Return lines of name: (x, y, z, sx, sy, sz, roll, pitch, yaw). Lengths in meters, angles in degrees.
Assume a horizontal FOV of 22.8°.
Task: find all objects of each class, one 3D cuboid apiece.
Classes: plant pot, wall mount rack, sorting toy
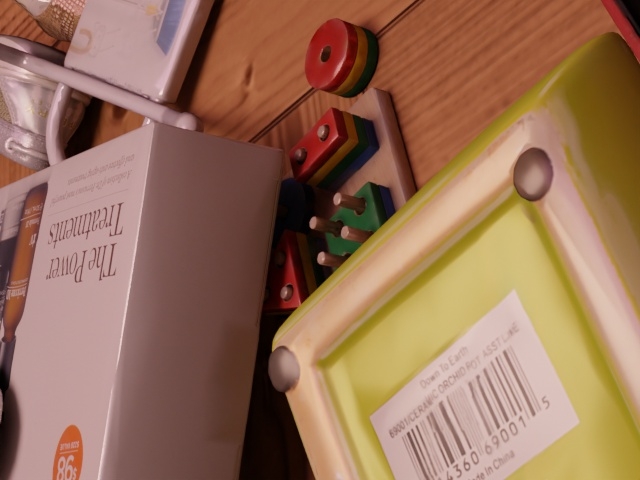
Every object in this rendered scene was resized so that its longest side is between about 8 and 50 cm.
plant pot: (0.124, 0.064, 0.577, 0.228, 0.207, 0.227, -44, 56, 39)
wall mount rack: (-0.115, -0.194, 1.109, 0.304, 0.130, 0.350, 22, 93, 39)
sorting toy: (0.000, 0.000, 0.950, 0.132, 0.046, 0.275, -44, 45, 37)

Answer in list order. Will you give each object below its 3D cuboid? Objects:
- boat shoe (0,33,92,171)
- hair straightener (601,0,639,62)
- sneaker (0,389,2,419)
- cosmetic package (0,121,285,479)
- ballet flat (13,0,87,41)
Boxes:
boat shoe: (-0.303, -0.113, 1.365, 0.320, 0.118, 0.103, 7, 79, 49)
hair straightener: (0.188, -0.088, 0.715, 0.089, 0.047, 0.230, -48, 43, 34)
sneaker: (-0.294, 0.111, 1.063, 0.240, 0.126, 0.091, 11, 90, 65)
cosmetic package: (-0.162, 0.094, 1.059, 0.377, 0.097, 0.284, -13, 69, 62)
ballet flat: (-0.248, -0.223, 1.367, 0.206, 0.067, 0.073, 34, 105, 54)
